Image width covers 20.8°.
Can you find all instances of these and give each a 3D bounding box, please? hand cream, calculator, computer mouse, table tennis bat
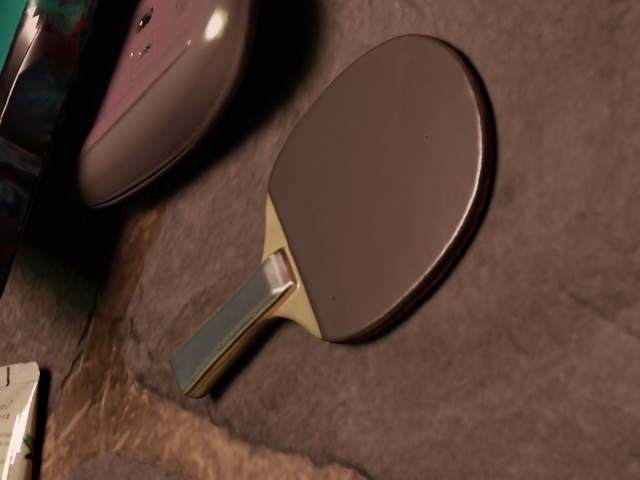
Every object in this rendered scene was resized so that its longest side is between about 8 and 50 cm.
[{"bbox_3d":[-0.227,0.199,1.192,0.080,0.050,0.234,-14,65,49],"label":"hand cream"},{"bbox_3d":[-0.209,-0.107,1.185,0.274,0.058,0.248,-69,20,10],"label":"calculator"},{"bbox_3d":[-0.096,-0.106,1.092,0.232,0.057,0.120,-40,41,44],"label":"computer mouse"},{"bbox_3d":[0.000,0.000,0.981,0.274,0.021,0.154,-46,48,31],"label":"table tennis bat"}]
